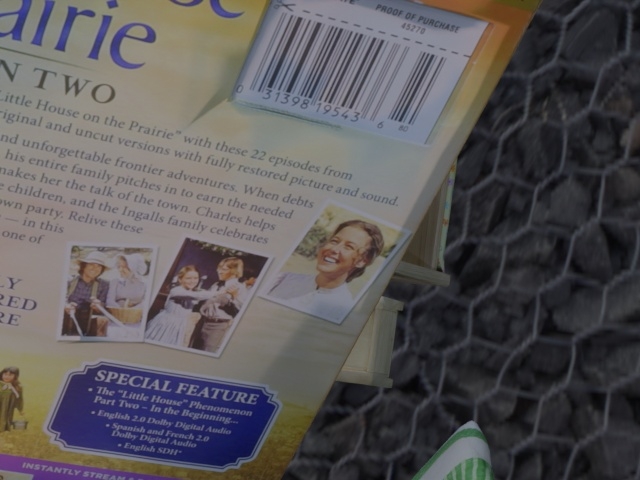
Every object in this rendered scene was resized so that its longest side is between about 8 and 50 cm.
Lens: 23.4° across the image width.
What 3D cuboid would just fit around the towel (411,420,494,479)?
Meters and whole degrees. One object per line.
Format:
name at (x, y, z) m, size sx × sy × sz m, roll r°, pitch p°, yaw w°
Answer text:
towel at (0.011, 0.259, 0.884) m, size 0.038 × 0.325 × 0.248 m, roll 38°, pitch 114°, yaw -5°

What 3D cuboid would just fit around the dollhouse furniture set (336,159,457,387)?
dollhouse furniture set at (0.000, 0.000, 1.031) m, size 0.161 × 0.101 × 0.182 m, roll 5°, pitch 84°, yaw 30°

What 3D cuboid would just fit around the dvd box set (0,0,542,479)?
dvd box set at (-0.127, 0.006, 0.676) m, size 0.307 × 0.062 × 0.420 m, roll 11°, pitch 126°, yaw -22°
